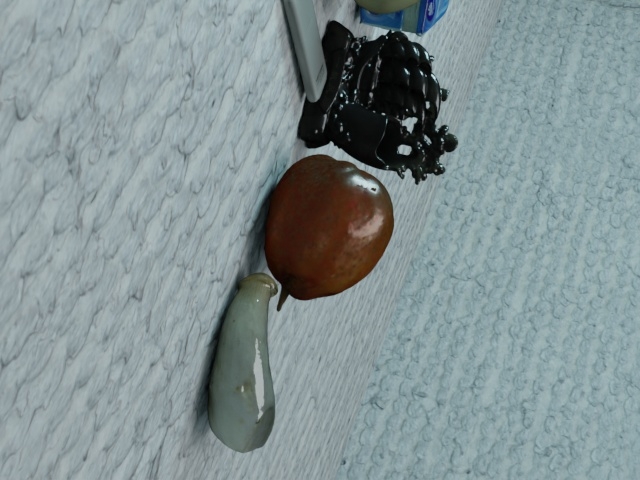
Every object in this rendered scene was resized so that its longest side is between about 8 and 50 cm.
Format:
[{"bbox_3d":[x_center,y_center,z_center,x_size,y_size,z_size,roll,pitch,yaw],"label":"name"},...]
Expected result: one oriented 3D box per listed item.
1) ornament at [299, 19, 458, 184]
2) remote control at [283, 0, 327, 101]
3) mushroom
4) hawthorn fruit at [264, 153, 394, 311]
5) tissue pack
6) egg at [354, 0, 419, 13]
[{"bbox_3d":[0.115,-0.233,1.789,0.106,0.261,0.251,59,44,-79],"label":"ornament"},{"bbox_3d":[-0.025,-0.313,1.629,0.261,0.029,0.067,74,32,-60],"label":"remote control"},{"bbox_3d":[-0.112,0.183,1.588,0.118,0.103,0.270,-1,98,-76],"label":"mushroom"},{"bbox_3d":[0.000,0.000,1.683,0.262,0.211,0.210,-63,165,-7],"label":"hawthorn fruit"},{"bbox_3d":[0.170,-0.540,1.946,0.198,0.146,0.263,-52,153,-57],"label":"tissue pack"},{"bbox_3d":[0.123,-0.484,1.724,0.186,0.186,0.241,75,37,-64],"label":"egg"}]
